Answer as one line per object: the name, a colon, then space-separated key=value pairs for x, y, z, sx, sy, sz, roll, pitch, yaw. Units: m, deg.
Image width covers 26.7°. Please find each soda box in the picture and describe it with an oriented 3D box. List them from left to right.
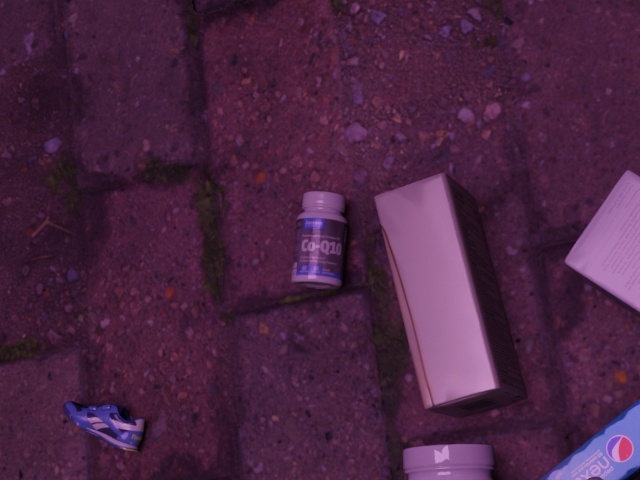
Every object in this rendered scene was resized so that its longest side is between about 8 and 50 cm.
soda box: x=0.375 y=0.304 z=1.799 sx=0.210 sy=0.067 sz=0.071 roll=-41 pitch=67 yaw=10

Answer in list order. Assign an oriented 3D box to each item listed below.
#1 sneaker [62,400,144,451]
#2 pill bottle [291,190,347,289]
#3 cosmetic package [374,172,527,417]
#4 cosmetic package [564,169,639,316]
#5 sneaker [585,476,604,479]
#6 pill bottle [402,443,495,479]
sneaker: x=-0.336 y=0.279 z=2.108 sx=0.144 sy=0.053 sz=0.059 roll=24 pitch=89 yaw=16
pill bottle: x=0.000 y=0.000 z=2.014 sx=0.078 sy=0.078 sz=0.137 roll=1 pitch=79 yaw=23
cosmetic package: x=0.182 y=0.080 z=1.878 sx=0.113 sy=0.160 sz=0.309 roll=-19 pitch=71 yaw=18
cosmetic package: x=0.451 y=0.029 z=1.782 sx=0.183 sy=0.151 sz=0.151 roll=36 pitch=94 yaw=26
sneaker: x=0.451 y=0.409 z=1.552 sx=0.147 sy=0.145 sz=0.384 roll=-35 pitch=61 yaw=-21
pill bottle: x=0.179 y=0.438 z=1.789 sx=0.181 sy=0.181 sz=0.323 roll=-7 pitch=75 yaw=21
